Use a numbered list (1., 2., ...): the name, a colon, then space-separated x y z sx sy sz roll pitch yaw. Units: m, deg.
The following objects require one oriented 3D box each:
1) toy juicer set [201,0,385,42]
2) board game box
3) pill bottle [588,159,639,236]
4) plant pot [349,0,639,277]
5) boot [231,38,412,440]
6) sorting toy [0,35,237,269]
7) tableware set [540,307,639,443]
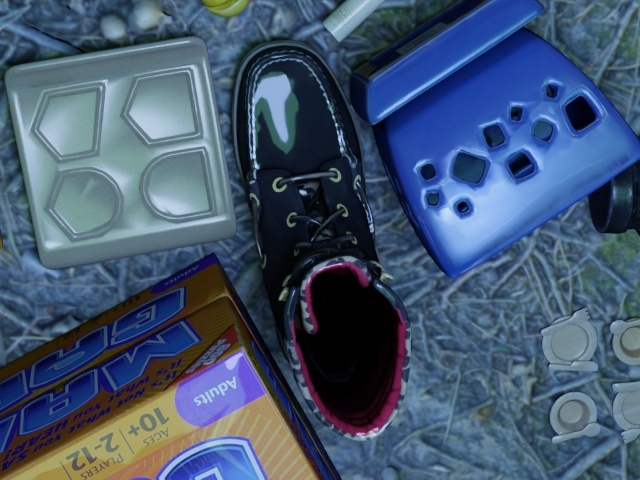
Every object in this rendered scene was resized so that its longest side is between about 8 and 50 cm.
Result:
1. toy juicer set: -0.031 -0.307 1.756 0.329 0.089 0.209 25 99 -13
2. board game box: -0.165 0.284 1.746 0.356 0.356 0.356 -29 105 0
3. pill bottle: 0.406 -0.053 1.859 0.219 0.123 0.123 0 104 -7
4. plant pot: 0.160 -0.125 1.757 0.236 0.236 0.212 -33 100 2
5. boot: 0.000 0.000 1.733 0.138 0.284 0.377 -7 105 -6
6. sorting toy: -0.254 -0.084 1.811 0.307 0.041 0.229 -10 109 -5
7. tableware set: 0.322 0.154 1.952 0.141 0.020 0.168 -9 105 -5
